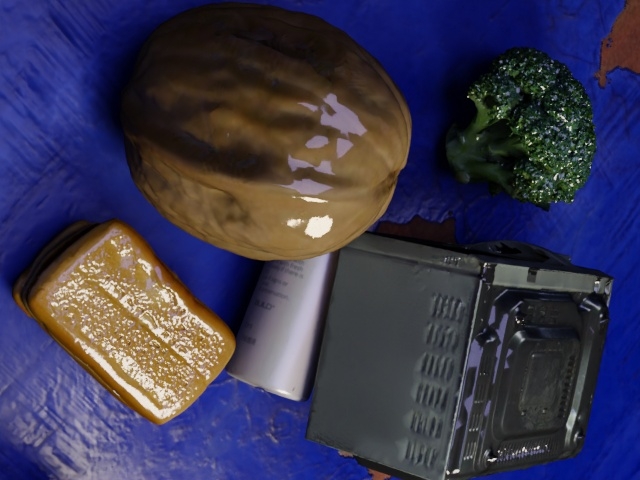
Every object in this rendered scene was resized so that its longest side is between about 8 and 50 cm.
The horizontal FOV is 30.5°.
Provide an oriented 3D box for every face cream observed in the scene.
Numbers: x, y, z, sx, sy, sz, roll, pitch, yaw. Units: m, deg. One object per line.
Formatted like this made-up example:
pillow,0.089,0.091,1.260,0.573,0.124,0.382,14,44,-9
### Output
face cream,0.000,0.000,1.160,0.092,0.092,0.311,22,86,-33

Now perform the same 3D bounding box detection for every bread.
bread,-0.175,0.072,1.066,0.116,0.077,0.200,-51,122,-17

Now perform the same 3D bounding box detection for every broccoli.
broccoli,0.218,-0.116,1.255,0.195,0.156,0.195,42,36,-41

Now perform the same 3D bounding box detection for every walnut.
walnut,-0.053,-0.094,1.029,0.261,0.225,0.225,15,89,6

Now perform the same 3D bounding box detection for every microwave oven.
microwave oven,0.156,0.114,1.174,0.295,0.181,0.237,7,93,-54
